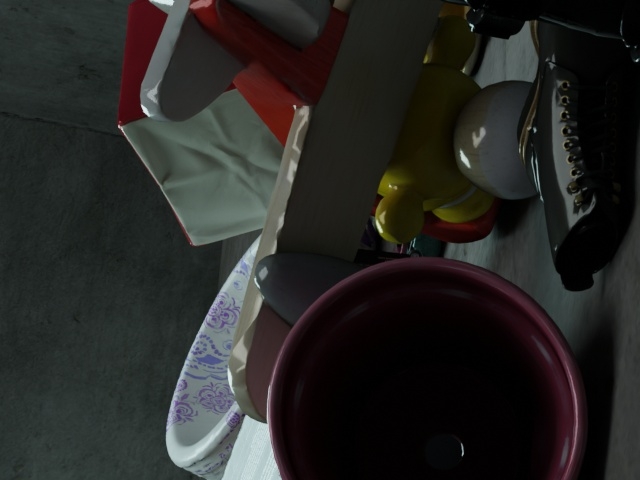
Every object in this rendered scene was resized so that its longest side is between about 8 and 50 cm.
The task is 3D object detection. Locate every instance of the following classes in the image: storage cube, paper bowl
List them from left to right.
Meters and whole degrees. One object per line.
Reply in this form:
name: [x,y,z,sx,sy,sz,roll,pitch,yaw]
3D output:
storage cube: [-0.078,-0.138,1.922,0.193,0.215,0.183,-91,-20,-46]
paper bowl: [-0.026,0.125,1.945,0.284,0.148,0.284,-55,17,25]

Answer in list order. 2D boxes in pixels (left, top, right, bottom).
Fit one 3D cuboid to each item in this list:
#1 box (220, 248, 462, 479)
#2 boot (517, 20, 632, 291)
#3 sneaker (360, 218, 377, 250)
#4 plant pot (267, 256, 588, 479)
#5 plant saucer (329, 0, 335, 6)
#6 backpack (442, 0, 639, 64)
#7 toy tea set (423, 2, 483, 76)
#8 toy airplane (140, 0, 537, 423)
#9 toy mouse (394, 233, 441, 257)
box: [0.023,0.163,1.594,0.261,0.103,0.184,-69,29,28]
boot: [0.175,-0.079,1.226,0.198,0.077,0.137,89,178,-45]
sneaker: [0.023,0.015,2.135,0.095,0.104,0.236,108,147,-41]
plant pot: [0.074,0.126,1.272,0.180,0.201,0.201,67,-149,-76]
plant saucer: [0.054,-0.291,1.972,0.310,0.050,0.310,-8,-90,-68]
backpack: [0.156,-0.243,0.974,0.191,0.225,0.253,-99,24,-54]
toy tea set: [0.111,-0.313,1.753,0.200,0.124,0.336,-88,11,-49]
toy airplane: [0.049,-0.105,1.404,0.384,0.272,0.386,-38,-45,-50]
toy mouse: [0.094,-0.007,1.825,0.161,0.031,0.143,132,147,-76]
